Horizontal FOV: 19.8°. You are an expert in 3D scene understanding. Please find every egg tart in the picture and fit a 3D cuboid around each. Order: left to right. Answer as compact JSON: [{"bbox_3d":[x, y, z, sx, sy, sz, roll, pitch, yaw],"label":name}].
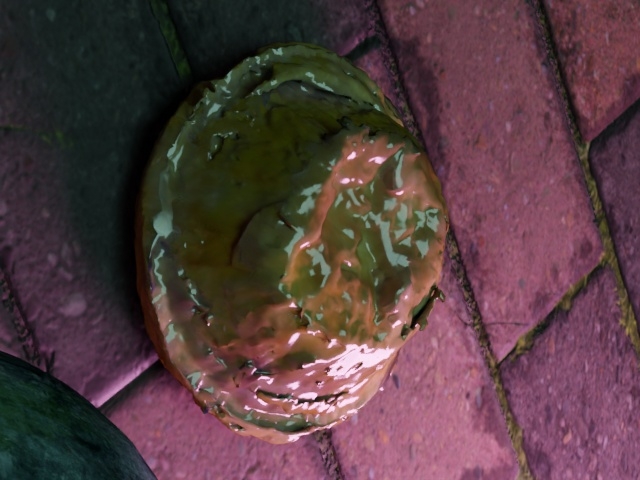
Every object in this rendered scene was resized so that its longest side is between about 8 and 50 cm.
[{"bbox_3d":[0.000,0.000,1.543,0.352,0.150,0.352,1,89,-45],"label":"egg tart"}]

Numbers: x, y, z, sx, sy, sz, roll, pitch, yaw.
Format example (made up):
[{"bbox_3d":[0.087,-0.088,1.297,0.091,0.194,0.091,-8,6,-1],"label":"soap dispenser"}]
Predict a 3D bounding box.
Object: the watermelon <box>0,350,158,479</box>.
[{"bbox_3d":[-0.255,0.214,1.221,0.258,0.387,0.228,-51,169,16],"label":"watermelon"}]
